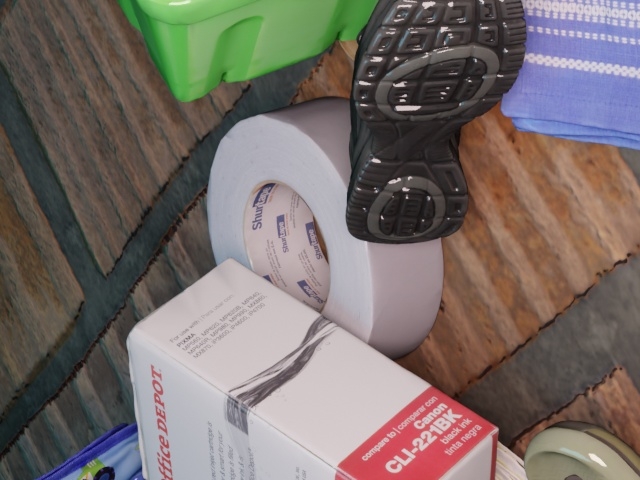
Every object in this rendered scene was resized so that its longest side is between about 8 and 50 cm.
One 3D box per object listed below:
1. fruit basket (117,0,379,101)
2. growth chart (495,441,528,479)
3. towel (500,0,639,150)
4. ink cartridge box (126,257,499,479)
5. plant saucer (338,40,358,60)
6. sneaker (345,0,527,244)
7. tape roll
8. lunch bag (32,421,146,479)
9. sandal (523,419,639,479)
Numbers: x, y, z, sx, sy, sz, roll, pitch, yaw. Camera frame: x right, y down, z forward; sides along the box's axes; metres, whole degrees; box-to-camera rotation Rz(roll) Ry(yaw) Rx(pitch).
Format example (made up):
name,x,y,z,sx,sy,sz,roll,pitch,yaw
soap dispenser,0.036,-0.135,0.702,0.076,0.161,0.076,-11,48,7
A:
name,x,y,z,sx,sy,sz,roll,pitch,yaw
fruit basket,-0.063,-0.334,1.222,0.392,0.283,0.392,54,157,36
growth chart,0.158,0.240,1.365,0.237,0.021,0.172,34,132,44
towel,0.189,-0.216,1.097,0.243,0.040,0.336,16,117,50
ink cartridge box,-0.008,0.167,1.376,0.273,0.114,0.197,31,142,29
plant saucer,0.037,-0.170,1.352,0.083,0.015,0.083,27,125,46
sneaker,0.062,-0.118,1.229,0.286,0.109,0.130,108,161,-54
tape roll,0.000,0.000,1.433,0.219,0.072,0.219,29,128,45
lunch bag,-0.168,0.261,1.591,0.138,0.293,0.221,53,141,26
sandal,0.223,0.259,1.194,0.303,0.086,0.120,51,141,5
